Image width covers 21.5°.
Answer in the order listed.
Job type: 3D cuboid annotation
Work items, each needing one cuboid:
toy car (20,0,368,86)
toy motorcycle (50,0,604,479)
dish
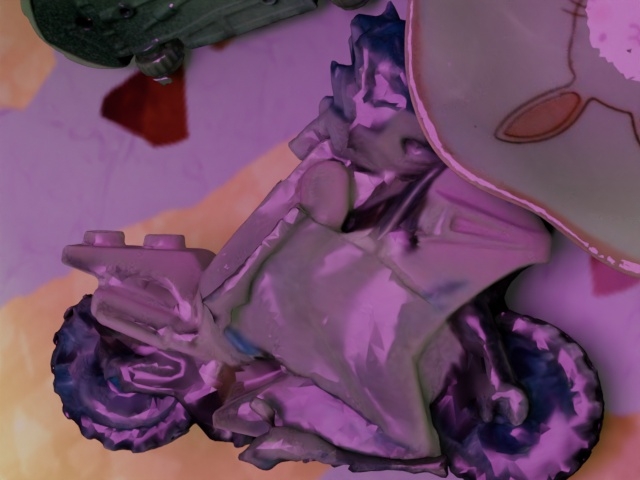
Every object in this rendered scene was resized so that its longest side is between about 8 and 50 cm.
[{"bbox_3d":[-0.053,-0.133,0.764,0.186,0.093,0.058,-16,50,26],"label":"toy car"},{"bbox_3d":[0.001,0.000,0.724,0.239,0.108,0.204,3,94,1],"label":"toy motorcycle"},{"bbox_3d":[0.145,-0.100,0.665,0.229,0.081,0.229,1,92,19],"label":"dish"}]
